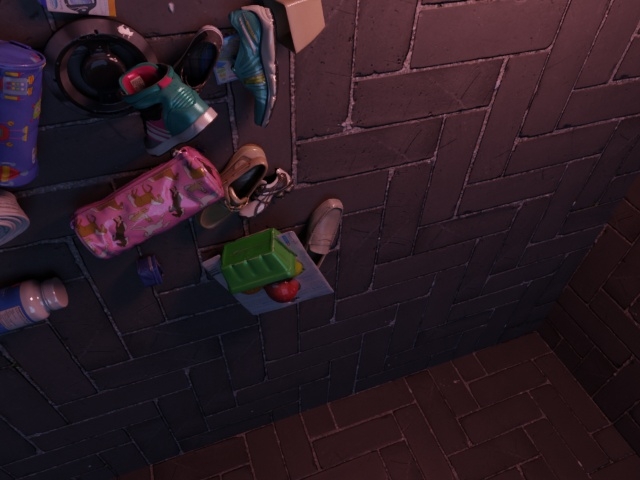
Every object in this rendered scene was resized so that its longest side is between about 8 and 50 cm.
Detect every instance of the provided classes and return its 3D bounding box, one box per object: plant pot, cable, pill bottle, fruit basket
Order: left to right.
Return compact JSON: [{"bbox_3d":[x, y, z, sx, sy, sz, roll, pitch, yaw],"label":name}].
[{"bbox_3d":[-0.817,-0.033,1.027,0.257,0.089,0.257,-29,174,24],"label":"cable"},{"bbox_3d":[-0.848,0.181,1.282,0.222,0.124,0.124,-19,139,-11],"label":"pill bottle"},{"bbox_3d":[-0.166,0.116,1.526,0.327,0.165,0.353,-18,142,15],"label":"fruit basket"},{"bbox_3d":[-0.053,-0.502,1.013,0.096,0.109,0.109,-32,141,-14],"label":"plant pot"}]

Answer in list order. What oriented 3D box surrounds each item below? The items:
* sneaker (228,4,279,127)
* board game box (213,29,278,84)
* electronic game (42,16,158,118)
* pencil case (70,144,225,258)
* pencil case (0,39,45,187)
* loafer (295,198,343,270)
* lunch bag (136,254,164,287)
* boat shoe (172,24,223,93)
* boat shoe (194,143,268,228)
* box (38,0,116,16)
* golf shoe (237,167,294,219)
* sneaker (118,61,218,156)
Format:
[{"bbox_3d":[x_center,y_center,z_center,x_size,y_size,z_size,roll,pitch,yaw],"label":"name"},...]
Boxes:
[{"bbox_3d":[-0.152,-0.395,1.049,0.110,0.107,0.275,0,131,-1],"label":"sneaker"},{"bbox_3d":[-0.183,-0.438,1.062,0.154,0.026,0.103,-20,139,-8],"label":"board game box"},{"bbox_3d":[-0.465,-0.362,0.973,0.229,0.048,0.229,-21,146,-15],"label":"electronic game"},{"bbox_3d":[-0.446,-0.097,1.182,0.386,0.167,0.160,-30,-177,4],"label":"pencil case"},{"bbox_3d":[-0.636,-0.255,0.927,0.120,0.133,0.306,17,129,-18],"label":"pencil case"},{"bbox_3d":[0.000,0.000,1.552,0.112,0.111,0.319,1,132,-29],"label":"loafer"},{"bbox_3d":[-0.524,0.097,1.409,0.065,0.067,0.098,-15,139,-13],"label":"lunch bag"},{"bbox_3d":[-0.286,-0.369,1.017,0.080,0.076,0.228,26,129,-32],"label":"boat shoe"},{"bbox_3d":[-0.255,-0.133,1.287,0.109,0.098,0.302,24,119,-42],"label":"boat shoe"},{"bbox_3d":[-0.469,-0.479,0.867,0.136,0.028,0.081,-4,135,-21],"label":"box"},{"bbox_3d":[-0.177,-0.143,1.349,0.198,0.077,0.094,-37,128,1],"label":"golf shoe"},{"bbox_3d":[-0.365,-0.290,0.999,0.178,0.296,0.123,50,58,-26],"label":"sneaker"}]
